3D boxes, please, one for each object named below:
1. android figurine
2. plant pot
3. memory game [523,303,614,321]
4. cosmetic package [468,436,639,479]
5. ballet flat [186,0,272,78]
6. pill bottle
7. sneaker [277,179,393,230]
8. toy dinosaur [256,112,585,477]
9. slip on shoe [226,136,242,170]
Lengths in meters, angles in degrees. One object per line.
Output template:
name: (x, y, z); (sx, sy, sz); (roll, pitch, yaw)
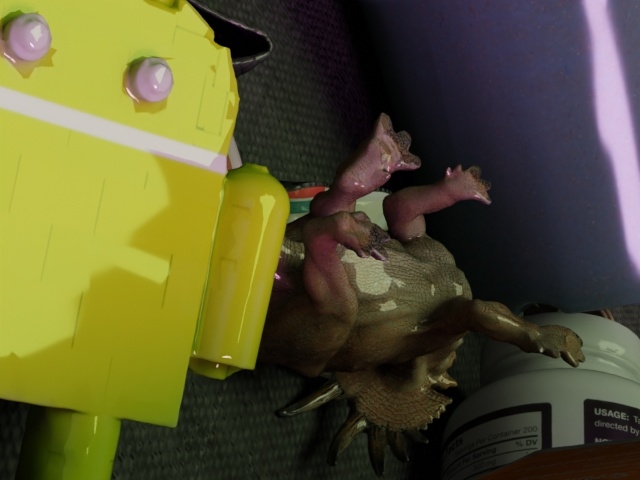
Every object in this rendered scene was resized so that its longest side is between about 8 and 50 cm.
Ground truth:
android figurine: (-0.120, -0.016, 0.642); (0.248, 0.056, 0.272); (18, 81, -38)
plant pot: (0.186, -0.135, 1.138); (0.341, 0.341, 0.334); (-33, 114, -62)
memory game: (0.220, 0.116, 1.241); (0.012, 0.186, 0.186); (-18, 93, -19)
cosmetic package: (0.070, 0.212, 0.669); (0.453, 0.230, 0.161); (-13, 87, -45)
ballet flat: (-0.091, -0.136, 0.881); (0.173, 0.049, 0.057); (17, 60, -59)
pill bottle: (0.172, 0.218, 1.047); (0.181, 0.182, 0.322); (46, 39, -43)
sneaker: (0.000, 0.000, 0.991); (0.161, 0.057, 0.075); (3, 91, -63)
toy dinosaur: (0.012, 0.043, 0.890); (0.296, 0.200, 0.127); (24, 43, -33)
slip on shoe: (-0.134, -0.096, 0.737); (0.101, 0.123, 0.331); (-41, 123, -25)
